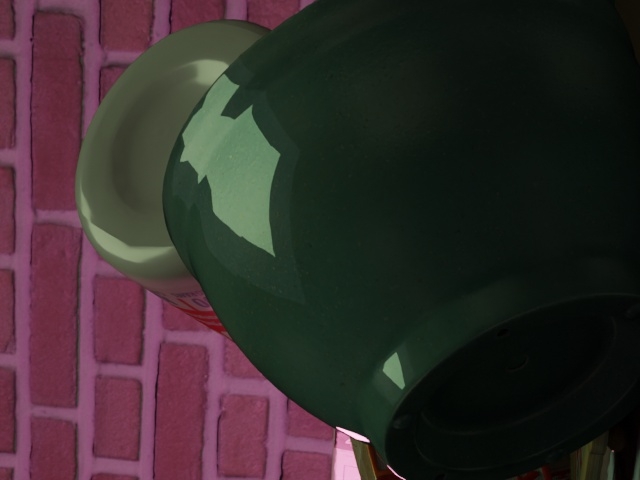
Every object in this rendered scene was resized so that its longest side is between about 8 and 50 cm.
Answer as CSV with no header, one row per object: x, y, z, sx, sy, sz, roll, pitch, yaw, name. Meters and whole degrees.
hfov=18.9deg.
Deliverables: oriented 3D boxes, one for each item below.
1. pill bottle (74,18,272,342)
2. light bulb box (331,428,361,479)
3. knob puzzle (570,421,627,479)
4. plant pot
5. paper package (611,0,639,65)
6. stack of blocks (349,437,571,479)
0.000,0.000,1.644,0.408,0.229,0.229,36,-127,-47,pill bottle
0.139,0.117,2.274,0.361,0.225,0.358,92,-175,-55,light bulb box
0.187,0.075,1.245,0.213,0.030,0.213,5,-90,-86,knob puzzle
0.079,0.013,1.076,0.293,0.293,0.196,91,159,-52,plant pot
0.149,-0.155,1.412,0.309,0.168,0.324,-80,-5,-62,paper package
0.117,0.163,1.454,0.087,0.171,0.297,90,168,-56,stack of blocks
